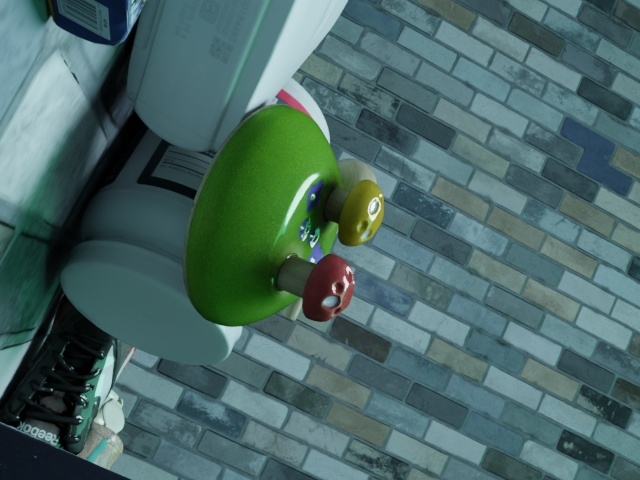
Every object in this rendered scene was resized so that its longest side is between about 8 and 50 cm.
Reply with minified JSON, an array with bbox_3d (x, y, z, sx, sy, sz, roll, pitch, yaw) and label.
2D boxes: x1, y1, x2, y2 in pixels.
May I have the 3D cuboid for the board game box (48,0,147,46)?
[{"bbox_3d":[-0.047,-0.198,0.298,0.194,0.060,0.194,-64,-173,-17],"label":"board game box"}]

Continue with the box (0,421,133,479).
[{"bbox_3d":[-0.255,0.313,0.394,0.313,0.178,0.343,-64,-173,3],"label":"box"}]

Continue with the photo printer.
[{"bbox_3d":[-0.023,-0.243,0.587,0.256,0.107,0.308,-58,-178,41],"label":"photo printer"}]

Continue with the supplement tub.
[{"bbox_3d":[-0.116,-0.035,0.719,0.191,0.191,0.272,-52,-167,56],"label":"supplement tub"}]

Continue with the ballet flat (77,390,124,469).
[{"bbox_3d":[-0.350,0.282,1.104,0.106,0.107,0.316,-51,-158,-11],"label":"ballet flat"}]

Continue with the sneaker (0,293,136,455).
[{"bbox_3d":[-0.272,0.154,0.776,0.276,0.097,0.135,-59,-168,19],"label":"sneaker"}]

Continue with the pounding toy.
[{"bbox_3d":[0.000,0.000,0.584,0.183,0.110,0.237,-69,158,1],"label":"pounding toy"}]
